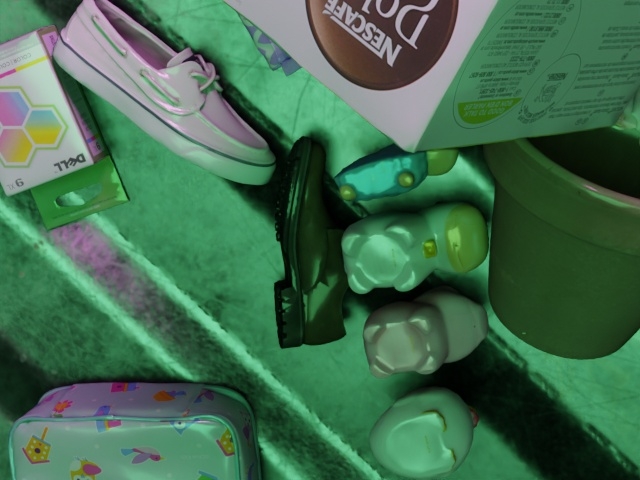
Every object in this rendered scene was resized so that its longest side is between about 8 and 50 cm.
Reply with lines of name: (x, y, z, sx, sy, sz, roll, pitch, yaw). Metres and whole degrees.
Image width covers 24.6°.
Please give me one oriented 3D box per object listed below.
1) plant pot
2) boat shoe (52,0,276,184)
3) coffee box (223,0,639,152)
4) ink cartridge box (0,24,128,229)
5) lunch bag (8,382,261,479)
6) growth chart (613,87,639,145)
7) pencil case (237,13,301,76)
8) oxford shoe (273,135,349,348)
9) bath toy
plant pot: (0.267, -0.015, 1.424, 0.263, 0.263, 0.229, 18, 126, 5)
boat shoe: (-0.150, -0.160, 1.525, 0.267, 0.096, 0.088, 36, 114, 8)
coffee box: (0.120, -0.304, 1.181, 0.337, 0.338, 0.334, 42, 120, 25)
ink cartridge box: (-0.301, -0.114, 1.579, 0.109, 0.062, 0.209, -19, 102, 14)
lunch bag: (-0.206, 0.276, 1.647, 0.279, 0.108, 0.224, -2, 108, 12)
growth chart: (0.224, -0.171, 1.404, 0.237, 0.172, 0.021, 23, 126, 10)
pencil case: (-0.064, -0.270, 1.476, 0.086, 0.088, 0.206, -31, 99, 19)
oxford shoe: (0.000, 0.000, 1.555, 0.096, 0.083, 0.227, -2, 107, -7)
bath toy: (0.106, 0.073, 1.521, 0.151, 0.129, 0.348, -4, 103, 11)
